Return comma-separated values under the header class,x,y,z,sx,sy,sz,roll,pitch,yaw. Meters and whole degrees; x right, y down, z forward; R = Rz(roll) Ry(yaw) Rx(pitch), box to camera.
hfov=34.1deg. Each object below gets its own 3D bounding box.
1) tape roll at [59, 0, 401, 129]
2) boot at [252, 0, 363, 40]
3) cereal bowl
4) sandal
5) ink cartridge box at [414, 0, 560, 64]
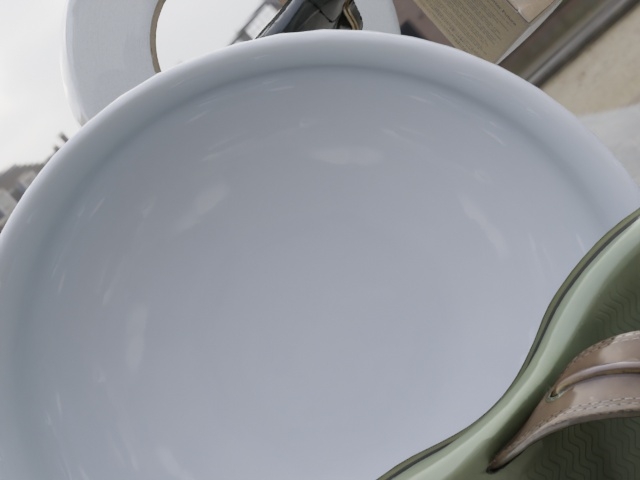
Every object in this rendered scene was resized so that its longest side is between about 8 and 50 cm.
class,x,y,z,sx,sy,sz,roll,pitch,yaw
tape roll,-0.096,-0.212,1.170,0.392,0.392,0.072,-43,10,-17
boot,-0.026,-0.201,1.044,0.137,0.077,0.198,-53,-11,-9
cereal bowl,0.005,0.064,0.543,0.339,0.339,0.141,-43,4,5
sandal,0.115,0.093,0.413,0.303,0.120,0.086,-43,14,-11
ink cartridge box,0.173,-0.335,1.254,0.088,0.235,0.193,-41,-1,-12
